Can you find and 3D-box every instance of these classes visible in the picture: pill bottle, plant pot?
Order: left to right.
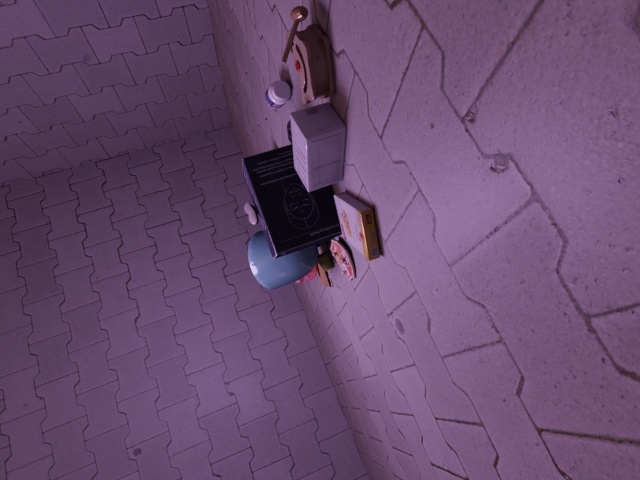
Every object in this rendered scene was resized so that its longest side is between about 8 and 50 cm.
[{"bbox_3d":[-0.177,-0.612,1.675,0.169,0.094,0.094,-151,44,-72],"label":"pill bottle"},{"bbox_3d":[-0.156,0.065,1.889,0.293,0.235,0.292,38,-136,-48],"label":"plant pot"},{"bbox_3d":[0.024,0.105,1.956,0.079,0.083,0.083,60,169,-8],"label":"plant pot"}]

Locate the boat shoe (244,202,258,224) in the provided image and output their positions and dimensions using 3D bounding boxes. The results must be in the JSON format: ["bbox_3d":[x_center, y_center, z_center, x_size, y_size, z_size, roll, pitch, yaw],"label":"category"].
[{"bbox_3d":[-0.266,-0.104,1.590,0.046,0.038,0.125,-57,43,18],"label":"boat shoe"}]

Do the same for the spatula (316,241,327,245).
[{"bbox_3d":[0.000,0.000,1.983,0.296,0.031,0.084,135,117,-77],"label":"spatula"}]

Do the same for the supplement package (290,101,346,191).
[{"bbox_3d":[-0.009,-0.301,1.318,0.244,0.139,0.133,91,155,-56],"label":"supplement package"}]

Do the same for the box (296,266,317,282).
[{"bbox_3d":[-0.098,0.093,2.236,0.122,0.128,0.256,-125,27,-60],"label":"box"}]

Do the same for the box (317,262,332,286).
[{"bbox_3d":[0.013,0.174,2.208,0.201,0.021,0.164,164,87,-77],"label":"box"}]

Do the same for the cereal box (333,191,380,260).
[{"bbox_3d":[0.119,-0.054,1.347,0.240,0.048,0.172,-135,29,-63],"label":"cereal box"}]

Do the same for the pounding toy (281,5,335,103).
[{"bbox_3d":[-0.064,-0.531,1.169,0.154,0.155,0.269,48,154,51],"label":"pounding toy"}]

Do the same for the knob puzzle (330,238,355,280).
[{"bbox_3d":[0.088,0.079,1.674,0.213,0.030,0.213,58,165,25],"label":"knob puzzle"}]

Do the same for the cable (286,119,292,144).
[{"bbox_3d":[-0.105,-0.453,1.745,0.184,0.047,0.150,-139,37,-71],"label":"cable"}]

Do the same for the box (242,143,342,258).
[{"bbox_3d":[-0.112,-0.161,1.613,0.212,0.294,0.395,143,108,-77],"label":"box"}]
